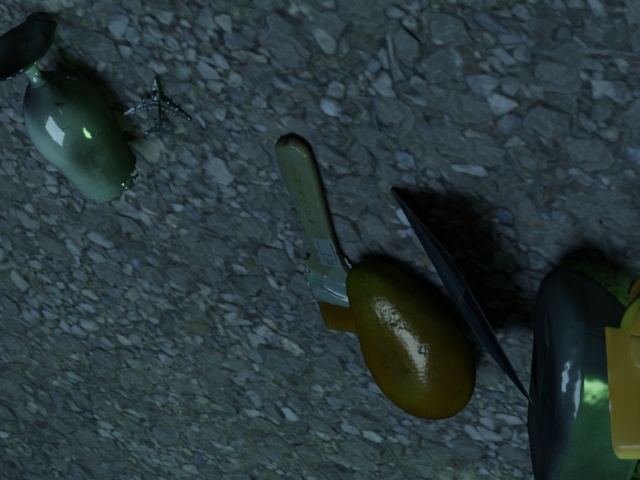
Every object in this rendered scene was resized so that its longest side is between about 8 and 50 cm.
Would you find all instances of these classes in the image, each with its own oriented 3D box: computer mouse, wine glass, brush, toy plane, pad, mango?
[{"bbox_3d":[0.291,0.183,1.950,0.122,0.188,0.371,0,136,-2],"label":"computer mouse"},{"bbox_3d":[-0.291,-0.145,2.037,0.103,0.103,0.222,4,141,35],"label":"wine glass"},{"bbox_3d":[0.000,0.000,2.074,0.085,0.020,0.336,11,143,27],"label":"brush"},{"bbox_3d":[-0.185,-0.148,2.015,0.078,0.024,0.084,5,143,4],"label":"toy plane"},{"bbox_3d":[0.155,0.062,1.961,0.243,0.004,0.163,58,177,-36],"label":"pad"},{"bbox_3d":[0.105,0.118,2.090,0.136,0.099,0.227,-3,126,44],"label":"mango"}]

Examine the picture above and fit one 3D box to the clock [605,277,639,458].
[{"bbox_3d":[0.456,0.119,1.679,0.317,0.244,0.200,3,94,36],"label":"clock"}]
